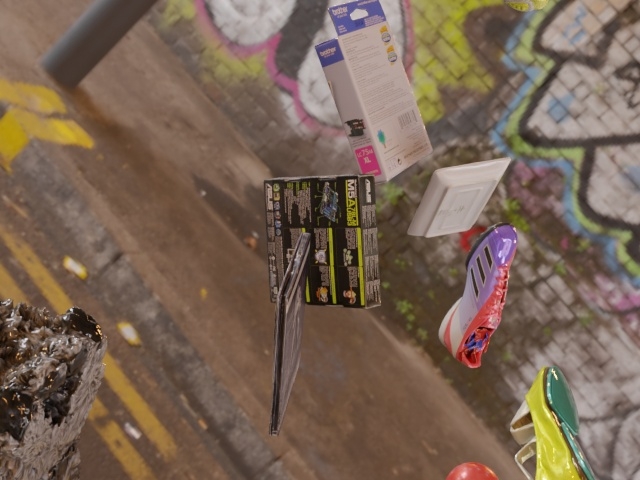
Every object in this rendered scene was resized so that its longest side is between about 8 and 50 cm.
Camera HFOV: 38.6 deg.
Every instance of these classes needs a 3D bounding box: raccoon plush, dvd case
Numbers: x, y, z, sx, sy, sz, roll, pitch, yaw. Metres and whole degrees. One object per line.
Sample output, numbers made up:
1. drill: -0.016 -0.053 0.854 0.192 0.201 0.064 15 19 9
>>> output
1. raccoon plush: -0.473 0.217 1.184 0.299 0.447 0.216 22 25 8
2. dvd case: -0.042 0.123 1.214 0.018 0.221 0.164 9 31 6

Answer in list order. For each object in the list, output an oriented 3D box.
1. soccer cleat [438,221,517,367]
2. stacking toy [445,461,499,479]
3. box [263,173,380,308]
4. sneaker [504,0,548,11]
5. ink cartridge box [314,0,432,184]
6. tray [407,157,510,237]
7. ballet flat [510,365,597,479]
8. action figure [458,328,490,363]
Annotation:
1. soccer cleat: 0.346 0.115 1.896 0.108 0.318 0.116 6 28 -28
2. stacking toy: 0.238 0.460 1.514 0.141 0.141 0.330 56 -21 34
3. box: 0.000 0.000 1.333 0.045 0.184 0.191 -9 96 -53
4. sneaker: 0.266 -0.368 0.980 0.091 0.240 0.126 13 -6 -24
5. ink cartridge box: 0.092 -0.273 1.642 0.185 0.065 0.311 -33 108 -51
6. tray: 0.256 -0.069 1.703 0.270 0.145 0.030 103 -24 -65
7. ballet flat: 0.252 0.219 1.022 0.077 0.077 0.231 54 18 -17
8. action figure: 0.270 0.179 1.582 0.115 0.038 0.030 -40 125 -56
